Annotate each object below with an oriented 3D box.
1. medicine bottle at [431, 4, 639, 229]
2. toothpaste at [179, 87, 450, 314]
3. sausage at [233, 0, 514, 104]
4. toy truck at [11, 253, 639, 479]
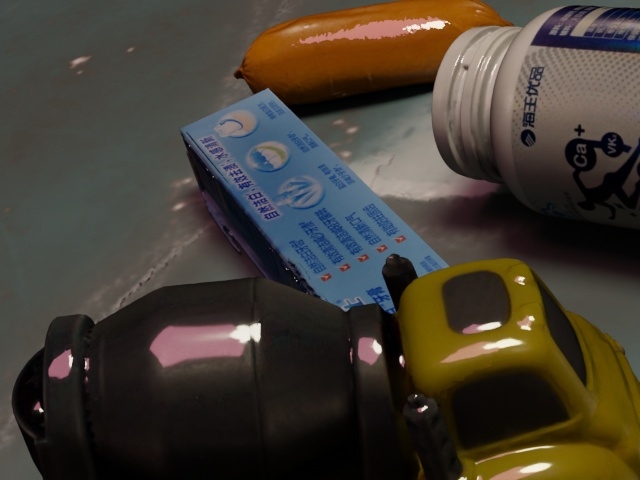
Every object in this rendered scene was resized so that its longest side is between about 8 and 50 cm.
[{"bbox_3d":[0.154,-0.059,0.668,0.191,0.107,0.107,11,46,38],"label":"medicine bottle"},{"bbox_3d":[0.000,0.000,0.724,0.066,0.053,0.272,-25,34,-12],"label":"toothpaste"},{"bbox_3d":[0.029,-0.120,0.865,0.183,0.054,0.062,-6,66,17],"label":"sausage"},{"bbox_3d":[0.011,0.074,0.518,0.224,0.165,0.147,-15,35,9],"label":"toy truck"}]
